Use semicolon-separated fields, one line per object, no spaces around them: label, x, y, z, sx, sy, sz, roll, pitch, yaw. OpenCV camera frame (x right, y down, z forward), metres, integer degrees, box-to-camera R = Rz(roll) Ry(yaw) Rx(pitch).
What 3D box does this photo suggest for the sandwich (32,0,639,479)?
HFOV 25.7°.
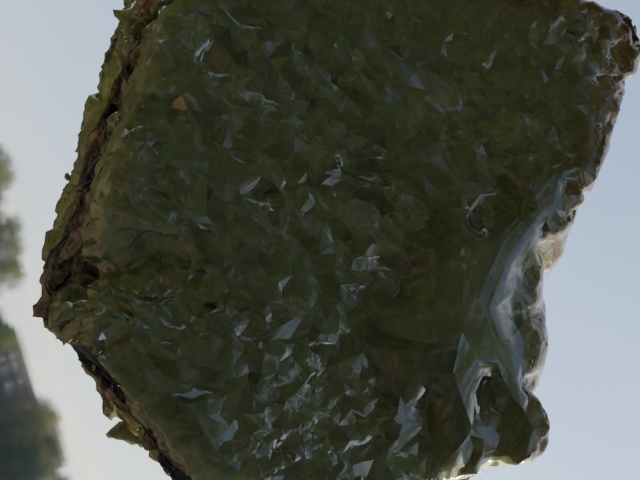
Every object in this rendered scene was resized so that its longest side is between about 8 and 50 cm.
sandwich;0.000;0.000;0.713;0.131;0.262;0.325;168;-62;-69
